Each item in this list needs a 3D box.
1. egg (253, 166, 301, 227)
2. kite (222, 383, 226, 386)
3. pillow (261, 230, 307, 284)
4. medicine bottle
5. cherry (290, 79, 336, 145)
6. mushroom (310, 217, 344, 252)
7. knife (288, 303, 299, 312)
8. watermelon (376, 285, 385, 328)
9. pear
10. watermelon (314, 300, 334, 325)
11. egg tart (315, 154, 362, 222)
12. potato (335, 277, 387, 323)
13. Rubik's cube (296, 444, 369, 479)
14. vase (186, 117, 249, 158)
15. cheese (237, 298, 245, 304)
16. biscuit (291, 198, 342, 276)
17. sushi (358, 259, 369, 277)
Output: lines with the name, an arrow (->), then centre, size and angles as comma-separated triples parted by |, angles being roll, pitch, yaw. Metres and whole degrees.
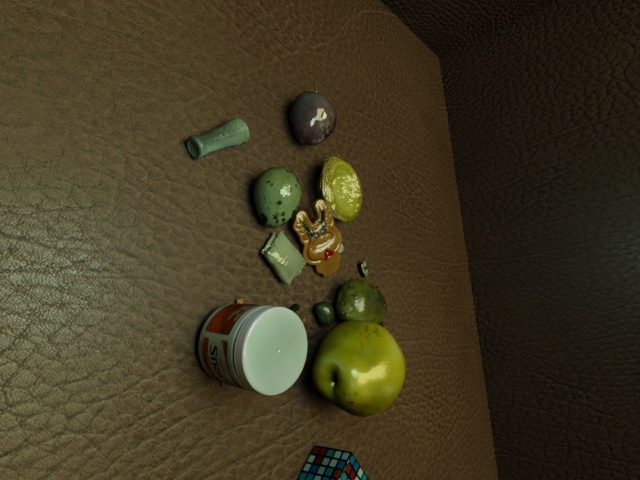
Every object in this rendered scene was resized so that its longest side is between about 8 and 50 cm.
egg -> -0.162, -0.159, 1.511 | 0.177, 0.176, 0.228 | 11, 89, -49
kite -> -0.264, 0.370, 1.375 | 0.323, 0.013, 0.268 | 50, 47, -29
pillow -> -0.142, 0.063, 1.552 | 0.181, 0.077, 0.134 | 56, 44, -24
medicine bottle -> -0.208, 0.322, 1.245 | 0.252, 0.240, 0.253 | 7, 80, -47
cherry -> -0.030, -0.531, 1.762 | 0.213, 0.183, 0.266 | 28, 75, -34
mushroom -> 0.029, -0.022, 1.784 | 0.084, 0.071, 0.209 | -47, 122, -8
knife -> -0.142, 0.324, 1.524 | 0.245, 0.019, 0.072 | -41, 114, -50
watermelon -> 0.282, 0.348, 2.024 | 0.119, 0.063, 0.245 | 22, 58, -67
pear -> 0.151, 0.493, 1.593 | 0.418, 0.362, 0.363 | -5, 85, -55
watermelon -> 0.018, 0.304, 1.686 | 0.078, 0.078, 0.111 | -41, 118, -47
egg tart -> 0.074, -0.224, 1.860 | 0.314, 0.120, 0.315 | 13, 72, -49
potato -> 0.186, 0.287, 1.823 | 0.307, 0.173, 0.210 | 29, 52, -46
Rubik's cube -> 0.044, 0.893, 1.484 | 0.184, 0.182, 0.187 | 59, 42, -20
vase -> -0.352, -0.347, 1.393 | 0.219, 0.096, 0.096 | -39, 111, -45
cheese -> -0.289, 0.244, 1.360 | 0.047, 0.017, 0.111 | 56, 44, -25
biscuit -> 0.000, 0.000, 1.700 | 0.201, 0.047, 0.334 | -30, 117, -24
sushi -> 0.213, 0.141, 1.994 | 0.046, 0.044, 0.083 | -28, 100, -51
